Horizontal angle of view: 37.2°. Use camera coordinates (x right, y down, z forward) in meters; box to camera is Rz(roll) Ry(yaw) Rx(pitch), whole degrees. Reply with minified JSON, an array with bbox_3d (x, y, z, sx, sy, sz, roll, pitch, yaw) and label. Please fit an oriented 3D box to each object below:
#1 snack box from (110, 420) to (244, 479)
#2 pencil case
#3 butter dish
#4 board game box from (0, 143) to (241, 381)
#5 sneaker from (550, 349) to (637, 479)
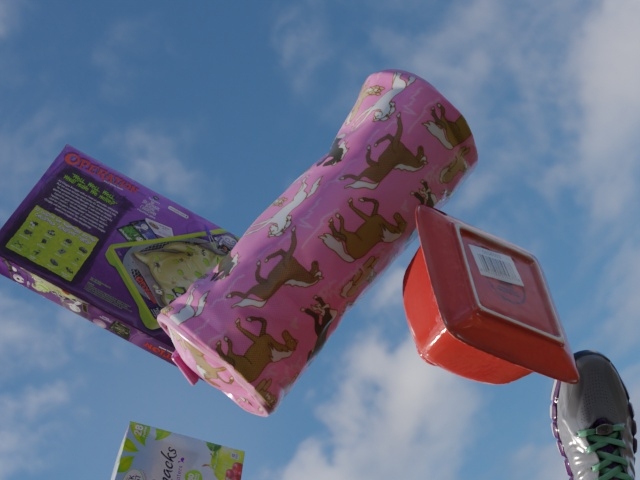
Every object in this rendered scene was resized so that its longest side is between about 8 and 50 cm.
[{"bbox_3d":[-0.205,0.366,1.293,0.174,0.207,0.070,18,-50,-10],"label":"snack box"},{"bbox_3d":[0.000,0.000,0.993,0.386,0.160,0.167,-50,-15,-17],"label":"pencil case"},{"bbox_3d":[0.131,0.071,0.861,0.160,0.160,0.118,21,-50,-27],"label":"butter dish"},{"bbox_3d":[-0.229,0.032,1.241,0.208,0.346,0.056,-64,5,-37],"label":"board game box"},{"bbox_3d":[0.272,0.216,0.882,0.083,0.098,0.224,-9,-82,-8],"label":"sneaker"}]
